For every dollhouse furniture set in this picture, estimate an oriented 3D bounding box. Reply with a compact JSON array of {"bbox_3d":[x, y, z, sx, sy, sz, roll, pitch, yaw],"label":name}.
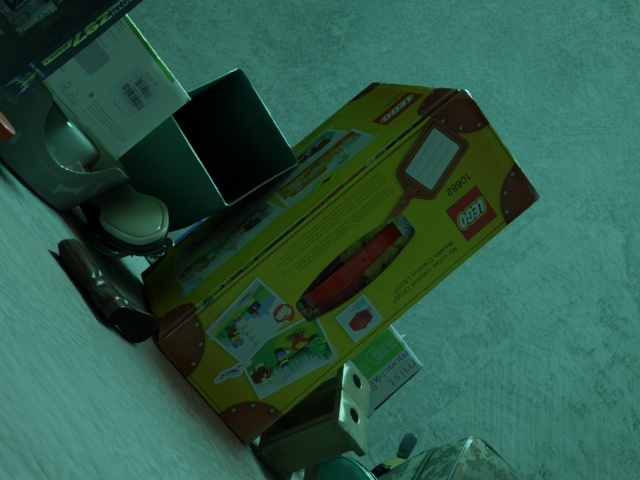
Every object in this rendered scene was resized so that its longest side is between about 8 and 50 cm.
[{"bbox_3d":[0.026,0.277,1.271,0.184,0.129,0.129,51,26,-26],"label":"dollhouse furniture set"}]

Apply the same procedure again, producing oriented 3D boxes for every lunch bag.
[{"bbox_3d":[0.216,0.482,1.495,0.305,0.213,0.256,44,-46,-10],"label":"lunch bag"}]

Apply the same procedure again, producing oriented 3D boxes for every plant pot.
[{"bbox_3d":[-0.194,-0.113,1.390,0.234,0.165,0.166,-26,-83,45],"label":"plant pot"}]

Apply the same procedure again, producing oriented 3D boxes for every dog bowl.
[{"bbox_3d":[-0.399,-0.185,1.238,0.349,0.102,0.349,50,-5,6],"label":"dog bowl"}]

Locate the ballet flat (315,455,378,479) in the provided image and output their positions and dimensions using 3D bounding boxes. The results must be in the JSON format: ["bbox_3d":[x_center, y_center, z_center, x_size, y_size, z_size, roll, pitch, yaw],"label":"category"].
[{"bbox_3d":[0.068,0.387,1.109,0.096,0.095,0.280,70,-7,-47],"label":"ballet flat"}]

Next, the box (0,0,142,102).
[{"bbox_3d":[-0.241,-0.251,0.708,0.233,0.183,0.059,49,-4,1],"label":"box"}]

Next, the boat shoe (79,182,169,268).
[{"bbox_3d":[-0.275,-0.019,1.303,0.254,0.095,0.079,26,-53,51],"label":"boat shoe"}]

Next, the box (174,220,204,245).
[{"bbox_3d":[-0.235,0.074,1.985,0.225,0.136,0.036,53,-5,-37],"label":"box"}]

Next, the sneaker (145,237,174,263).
[{"bbox_3d":[-0.299,0.054,1.844,0.162,0.063,0.073,-128,-161,-52],"label":"sneaker"}]

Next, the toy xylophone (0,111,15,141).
[{"bbox_3d":[-0.312,-0.128,0.687,0.236,0.081,0.322,52,-4,-13],"label":"toy xylophone"}]

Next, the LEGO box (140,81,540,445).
[{"bbox_3d":[0.000,0.000,1.354,0.193,0.500,0.372,51,-4,-17],"label":"LEGO box"}]

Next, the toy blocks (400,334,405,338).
[{"bbox_3d":[-0.013,0.215,1.908,0.260,0.288,0.309,37,-17,51],"label":"toy blocks"}]

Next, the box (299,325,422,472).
[{"bbox_3d":[-0.005,0.207,1.550,0.127,0.262,0.231,52,-4,-32],"label":"box"}]

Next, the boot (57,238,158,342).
[{"bbox_3d":[-0.227,0.051,0.996,0.114,0.037,0.106,43,-9,25],"label":"boot"}]

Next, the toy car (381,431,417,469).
[{"bbox_3d":[0.130,0.450,1.751,0.155,0.188,0.149,47,-5,35],"label":"toy car"}]

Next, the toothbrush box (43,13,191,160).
[{"bbox_3d":[-0.305,-0.259,1.115,0.283,0.122,0.206,45,-6,40],"label":"toothbrush box"}]
